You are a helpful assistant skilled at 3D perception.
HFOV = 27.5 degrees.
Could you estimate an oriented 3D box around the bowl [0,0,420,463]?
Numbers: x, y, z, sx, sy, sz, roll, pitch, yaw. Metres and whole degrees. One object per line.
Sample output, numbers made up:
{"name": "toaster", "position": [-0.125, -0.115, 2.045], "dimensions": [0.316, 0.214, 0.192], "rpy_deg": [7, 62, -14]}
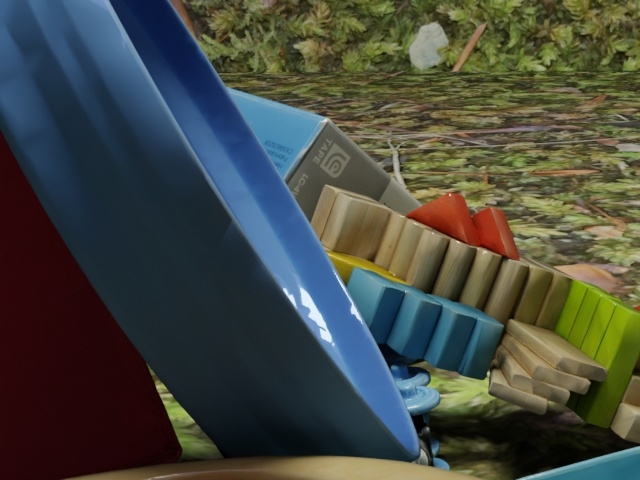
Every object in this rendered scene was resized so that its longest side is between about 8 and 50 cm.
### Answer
{"name": "bowl", "position": [-0.075, -0.029, 0.740], "dimensions": [0.077, 0.391, 0.391], "rpy_deg": [-32, 15, 4]}

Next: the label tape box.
{"name": "label tape box", "position": [0.000, 0.000, 1.176], "dimensions": [0.249, 0.115, 0.347], "rpy_deg": [22, -15, 47]}

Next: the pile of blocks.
{"name": "pile of blocks", "position": [0.128, 0.039, 0.932], "dimensions": [0.362, 0.113, 0.149], "rpy_deg": [20, 8, 3]}

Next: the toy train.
{"name": "toy train", "position": [0.029, 0.126, 0.916], "dimensions": [0.105, 0.080, 0.184], "rpy_deg": [-9, 14, -1]}

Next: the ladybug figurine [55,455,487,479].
{"name": "ladybug figurine", "position": [-0.087, 0.206, 0.478], "dimensions": [0.449, 0.162, 0.305], "rpy_deg": [-8, 15, -20]}

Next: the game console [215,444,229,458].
{"name": "game console", "position": [-0.129, 0.027, 0.924], "dimensions": [0.044, 0.361, 0.213], "rpy_deg": [-31, -19, -14]}

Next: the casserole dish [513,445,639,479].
{"name": "casserole dish", "position": [0.172, 0.170, 0.771], "dimensions": [0.188, 0.037, 0.114], "rpy_deg": [-13, 17, -10]}

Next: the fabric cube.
{"name": "fabric cube", "position": [-0.274, 0.046, 0.817], "dimensions": [0.254, 0.259, 0.258], "rpy_deg": [-26, 23, -17]}
